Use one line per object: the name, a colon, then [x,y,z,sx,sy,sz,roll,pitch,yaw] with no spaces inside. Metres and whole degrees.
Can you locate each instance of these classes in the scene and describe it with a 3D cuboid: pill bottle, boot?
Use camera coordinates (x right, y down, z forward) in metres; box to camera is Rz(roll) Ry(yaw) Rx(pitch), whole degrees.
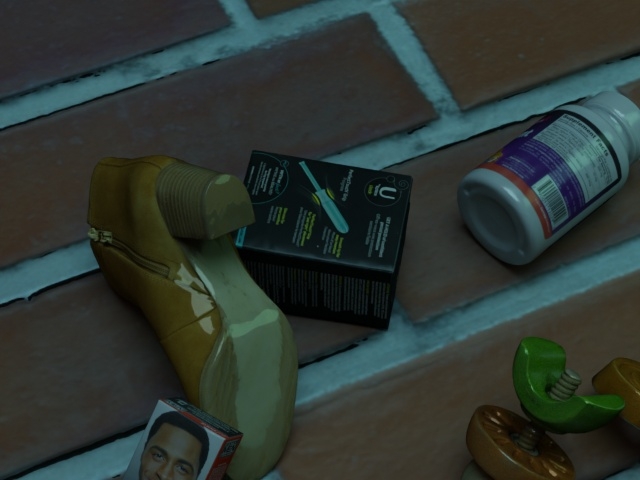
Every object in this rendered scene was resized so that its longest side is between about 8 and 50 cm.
pill bottle: [0.240,-0.069,1.359,0.193,0.108,0.108,-36,61,-24]
boot: [-0.128,0.065,1.254,0.104,0.295,0.211,-15,12,-36]

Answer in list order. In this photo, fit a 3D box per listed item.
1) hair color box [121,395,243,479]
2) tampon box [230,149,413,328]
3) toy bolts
hair color box: [-0.130,0.211,1.144,0.072,0.043,0.141,27,96,19]
tampon box: [0.000,0.000,1.310,0.161,0.101,0.120,10,54,6]
toy bolts: [0.251,0.216,1.166,0.218,0.158,0.228,8,28,-46]
